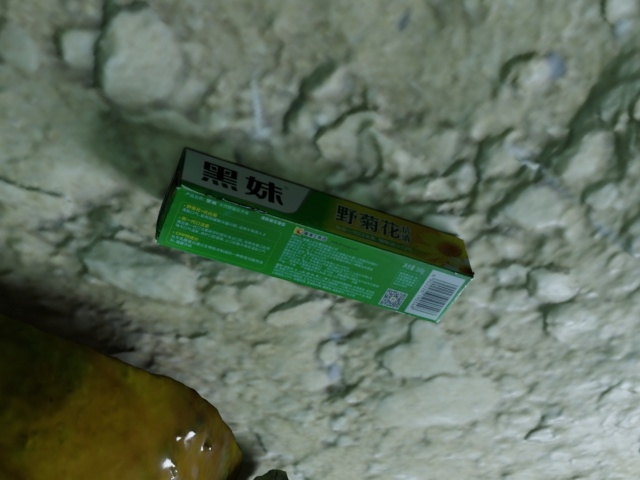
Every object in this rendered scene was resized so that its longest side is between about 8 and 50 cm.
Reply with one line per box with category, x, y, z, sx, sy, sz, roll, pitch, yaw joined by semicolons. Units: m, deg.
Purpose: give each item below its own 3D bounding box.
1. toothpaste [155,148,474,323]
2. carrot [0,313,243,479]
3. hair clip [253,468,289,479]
toothpaste;0.000;0.000;0.421;0.179;0.037;0.043;17;128;-17
carrot;-0.222;0.166;0.420;0.242;0.341;0.241;11;117;21
hair clip;-0.096;0.275;0.451;0.091;0.321;0.138;43;121;6
